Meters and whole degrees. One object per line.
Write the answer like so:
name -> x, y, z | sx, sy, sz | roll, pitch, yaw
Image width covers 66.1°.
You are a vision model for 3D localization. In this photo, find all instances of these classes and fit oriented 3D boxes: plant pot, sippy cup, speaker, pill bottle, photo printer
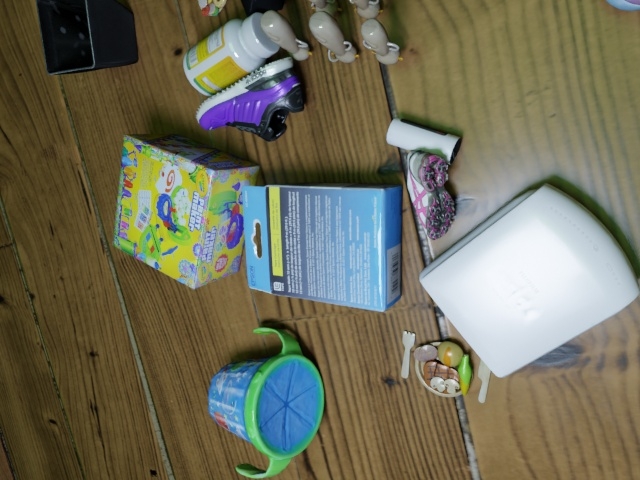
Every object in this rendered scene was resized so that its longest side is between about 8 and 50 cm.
plant pot -> -0.575, -0.518, 1.249 | 0.187, 0.167, 0.188 | 4, 103, 29
sippy cup -> -0.147, 0.386, 1.197 | 0.224, 0.306, 0.240 | -5, 128, 41
speaker -> 0.199, -0.193, 0.950 | 0.136, 0.055, 0.055 | 25, 113, 23
pill bottle -> -0.193, -0.408, 1.078 | 0.208, 0.117, 0.118 | -16, 93, 36
photo printer -> 0.370, 0.070, 0.884 | 0.307, 0.107, 0.256 | -43, 80, 30

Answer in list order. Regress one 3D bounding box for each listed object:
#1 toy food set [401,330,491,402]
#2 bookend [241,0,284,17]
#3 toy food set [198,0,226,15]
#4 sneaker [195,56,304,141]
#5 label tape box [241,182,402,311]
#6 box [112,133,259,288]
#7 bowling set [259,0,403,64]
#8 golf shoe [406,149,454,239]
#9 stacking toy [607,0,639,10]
toy food set -> 0.256, 0.271, 1.035 | 0.191, 0.038, 0.133 | 10, 106, 27
bookend -> -0.082, -0.540, 1.008 | 0.157, 0.156, 0.073 | -22, 90, -12
toy food set -> -0.254, -0.564, 1.141 | 0.082, 0.020, 0.083 | -33, 85, 31
sneaker -> -0.156, -0.282, 1.107 | 0.293, 0.102, 0.146 | -17, 106, 36
label tape box -> 0.000, 0.000, 1.078 | 0.347, 0.115, 0.249 | 6, 104, 31
box -> -0.334, -0.082, 1.207 | 0.279, 0.177, 0.290 | 24, 112, 23
bowling set -> 0.046, -0.450, 0.949 | 0.286, 0.154, 0.200 | 20, 92, 26
golf shoe -> 0.210, -0.090, 0.959 | 0.086, 0.067, 0.186 | 40, 148, 56
stacking toy -> 0.544, -0.483, 0.688 | 0.279, 0.130, 0.309 | 4, 108, 2
